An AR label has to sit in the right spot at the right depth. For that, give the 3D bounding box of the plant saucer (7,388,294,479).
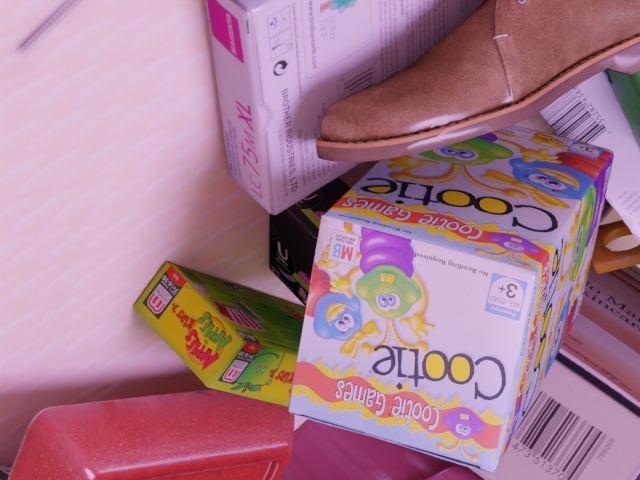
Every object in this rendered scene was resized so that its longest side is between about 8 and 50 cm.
[{"bbox_3d":[-0.136,0.229,1.291,0.258,0.048,0.259,-1,121,-50],"label":"plant saucer"}]

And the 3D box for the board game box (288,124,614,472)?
[{"bbox_3d":[0.097,0.022,1.230,0.275,0.144,0.142,-46,149,-64],"label":"board game box"}]

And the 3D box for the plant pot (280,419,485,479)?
[{"bbox_3d":[0.057,0.235,1.499,0.201,0.180,0.201,-29,142,-25],"label":"plant pot"}]

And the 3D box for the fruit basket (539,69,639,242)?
[{"bbox_3d":[0.377,-0.086,1.387,0.327,0.353,0.165,-39,-171,-4],"label":"fruit basket"}]

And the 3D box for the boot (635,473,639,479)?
[{"bbox_3d":[0.155,0.363,1.616,0.445,0.367,0.146,-40,113,-5],"label":"boot"}]

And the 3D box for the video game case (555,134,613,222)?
[{"bbox_3d":[0.245,-0.080,1.529,0.157,0.019,0.143,-49,148,2],"label":"video game case"}]

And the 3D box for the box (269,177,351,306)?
[{"bbox_3d":[0.000,0.000,1.294,0.052,0.062,0.083,-27,143,-26],"label":"box"}]

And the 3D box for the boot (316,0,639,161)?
[{"bbox_3d":[0.119,-0.140,1.172,0.305,0.112,0.115,-26,111,-21],"label":"boot"}]

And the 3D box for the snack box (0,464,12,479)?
[{"bbox_3d":[-0.259,0.245,1.260,0.187,0.060,0.322,-54,146,7],"label":"snack box"}]

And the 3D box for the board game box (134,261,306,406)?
[{"bbox_3d":[-0.043,0.075,1.297,0.043,0.092,0.181,-53,147,11],"label":"board game box"}]

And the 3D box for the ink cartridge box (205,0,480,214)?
[{"bbox_3d":[0.068,-0.165,1.200,0.311,0.065,0.185,-30,143,-21],"label":"ink cartridge box"}]

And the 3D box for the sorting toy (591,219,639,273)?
[{"bbox_3d":[0.389,-0.051,1.513,0.348,0.196,0.047,-21,119,0],"label":"sorting toy"}]

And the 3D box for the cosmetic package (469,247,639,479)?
[{"bbox_3d":[0.222,0.116,1.493,0.129,0.153,0.296,-60,170,20],"label":"cosmetic package"}]
